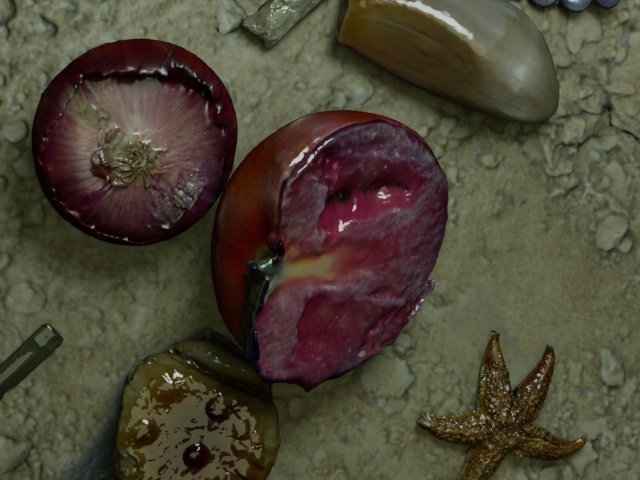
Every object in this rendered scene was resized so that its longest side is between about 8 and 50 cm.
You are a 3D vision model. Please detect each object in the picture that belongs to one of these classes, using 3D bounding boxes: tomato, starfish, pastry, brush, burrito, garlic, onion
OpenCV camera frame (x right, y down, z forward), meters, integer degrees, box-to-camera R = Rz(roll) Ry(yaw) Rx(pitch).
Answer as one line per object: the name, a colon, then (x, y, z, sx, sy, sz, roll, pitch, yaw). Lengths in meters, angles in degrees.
tomato: (-0.003, 0.003, 1.205, 0.289, 0.176, 0.335, -1, 108, -40)
starfish: (0.249, 0.241, 1.341, 0.240, 0.043, 0.227, 15, 94, -14)
pastry: (-0.162, 0.238, 1.235, 0.229, 0.100, 0.218, -46, 101, -4)
brush: (-0.393, 0.176, 1.223, 0.190, 0.027, 0.034, -43, 103, -4)
burrito: (-0.019, -0.304, 1.233, 0.171, 0.042, 0.051, -43, 112, -2)
garlic: (0.169, -0.246, 1.244, 0.318, 0.112, 0.143, 20, 98, -7)
onion: (-0.210, -0.115, 1.158, 0.248, 0.161, 0.248, 2, 111, 4)

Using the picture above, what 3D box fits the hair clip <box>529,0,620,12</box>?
hair clip: (0.305, -0.358, 1.289, 0.195, 0.052, 0.124, 9, 100, -4)
